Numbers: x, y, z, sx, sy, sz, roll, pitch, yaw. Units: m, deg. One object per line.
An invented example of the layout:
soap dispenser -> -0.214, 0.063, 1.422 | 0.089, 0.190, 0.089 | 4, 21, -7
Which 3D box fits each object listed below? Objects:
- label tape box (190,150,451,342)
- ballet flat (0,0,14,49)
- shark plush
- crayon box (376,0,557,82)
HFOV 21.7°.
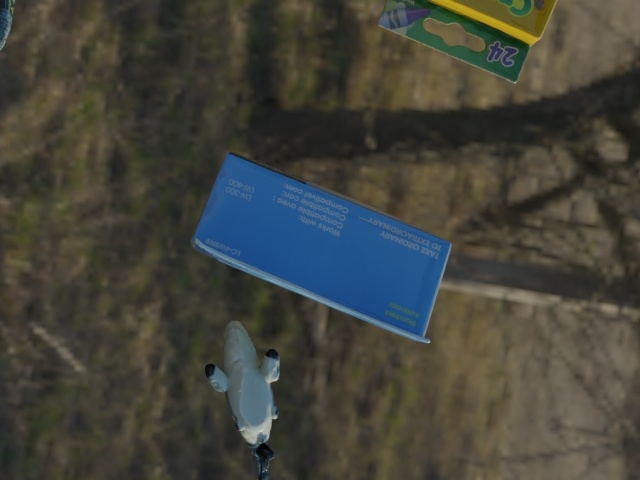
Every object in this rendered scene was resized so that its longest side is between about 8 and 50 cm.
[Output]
label tape box -> 0.000, 0.000, 1.732 | 0.348, 0.249, 0.115 | -164, -84, -86
ballet flat -> -0.244, -0.219, 1.203 | 0.070, 0.070, 0.188 | 14, 85, -78
shark plush -> -0.063, 0.161, 1.670 | 0.067, 0.073, 0.161 | -134, -160, -71
crayon box -> 0.226, -0.390, 2.133 | 0.083, 0.203, 0.323 | -130, -117, -89
